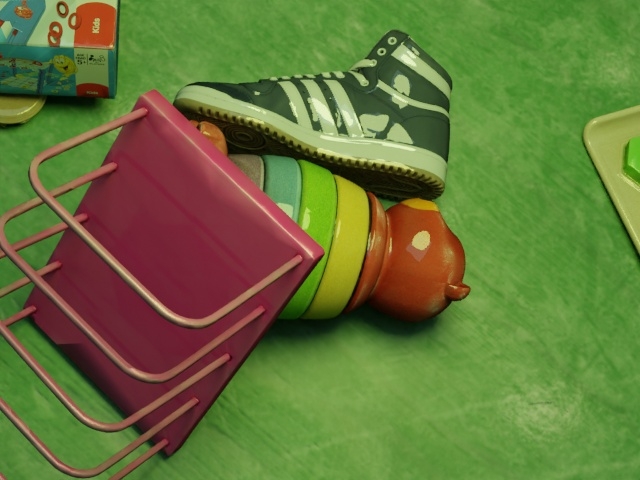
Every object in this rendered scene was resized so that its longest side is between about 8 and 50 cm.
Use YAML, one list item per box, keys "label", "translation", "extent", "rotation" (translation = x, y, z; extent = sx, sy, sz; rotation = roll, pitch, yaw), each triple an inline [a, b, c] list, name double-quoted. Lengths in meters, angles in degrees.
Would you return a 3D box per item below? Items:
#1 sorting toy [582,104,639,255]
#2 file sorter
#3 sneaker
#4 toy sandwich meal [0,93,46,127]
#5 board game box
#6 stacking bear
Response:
- label: "sorting toy"
  translation: [0.400, -0.059, 1.405]
  extent: [0.193, 0.038, 0.208]
  rotation: [-16, 72, -14]
- label: "file sorter"
  translation: [-0.181, 0.065, 1.116]
  extent: [0.202, 0.291, 0.182]
  rotation: [44, 38, 10]
- label: "sneaker"
  translation: [0.001, -0.146, 1.352]
  extent: [0.282, 0.099, 0.153]
  rotation: [15, 70, -7]
- label: "toy sandwich meal"
  translation: [-0.317, -0.152, 1.351]
  extent: [0.085, 0.029, 0.086]
  rotation: [4, 71, -11]
- label: "board game box"
  translation: [-0.351, -0.298, 1.350]
  extent: [0.302, 0.086, 0.308]
  rotation: [1, 62, -8]
- label: "stacking bear"
  translation: [0.000, 0.000, 1.270]
  extent: [0.289, 0.175, 0.164]
  rotation: [13, 93, -13]
